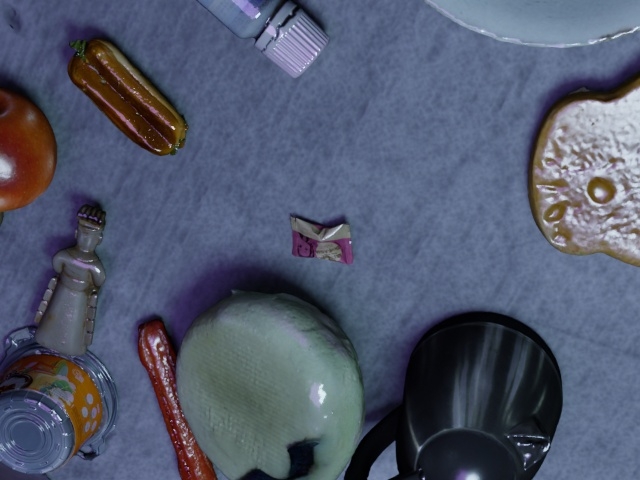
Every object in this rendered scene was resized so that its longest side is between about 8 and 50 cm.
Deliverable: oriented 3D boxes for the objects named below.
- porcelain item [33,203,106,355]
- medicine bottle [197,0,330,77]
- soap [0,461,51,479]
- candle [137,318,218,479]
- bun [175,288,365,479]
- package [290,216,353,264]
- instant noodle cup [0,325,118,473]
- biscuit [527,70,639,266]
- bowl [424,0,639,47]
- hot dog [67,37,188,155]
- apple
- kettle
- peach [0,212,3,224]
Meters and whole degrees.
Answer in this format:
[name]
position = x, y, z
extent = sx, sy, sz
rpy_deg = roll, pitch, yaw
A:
[porcelain item]
position = -0.319, 0.047, 1.984
extent = 0.084, 0.054, 0.213
rpy_deg = 19, 115, 1
[medicine bottle]
position = -0.083, -0.280, 1.786
extent = 0.203, 0.083, 0.083
rpy_deg = 43, 114, -8
[soap]
position = -0.537, 0.341, 2.022
extent = 0.285, 0.296, 0.107
rpy_deg = 40, 114, -4
[candle]
position = -0.185, 0.257, 2.050
extent = 0.051, 0.048, 0.329
rpy_deg = -16, 108, 3
[bun]
position = -0.043, 0.186, 1.925
extent = 0.283, 0.179, 0.283
rpy_deg = 17, 117, 38
[package]
position = 0.000, 0.000, 1.914
extent = 0.083, 0.029, 0.059
rpy_deg = 8, 121, 20
[instant noodle cup]
position = -0.375, 0.234, 2.035
extent = 0.177, 0.125, 0.208
rpy_deg = -40, 100, 23
[biscuit]
position = 0.417, -0.098, 1.771
extent = 0.343, 0.057, 0.287
rpy_deg = 5, 113, 10
[bowl]
position = 0.254, -0.438, 1.589
extent = 0.434, 0.196, 0.435
rpy_deg = 4, 113, 10
[hot dog]
position = -0.239, -0.179, 1.874
extent = 0.072, 0.055, 0.188
rpy_deg = -41, 99, 20
[apple]
position = -0.410, -0.114, 1.881
extent = 0.163, 0.163, 0.139
rpy_deg = 3, 119, 10
[kettle]
position = 0.166, 0.230, 1.841
extent = 0.250, 0.271, 0.207
rpy_deg = 11, 114, 6
[peach]
position = -0.453, -0.038, 1.965
extent = 0.083, 0.083, 0.083
rpy_deg = 4, 113, 10
